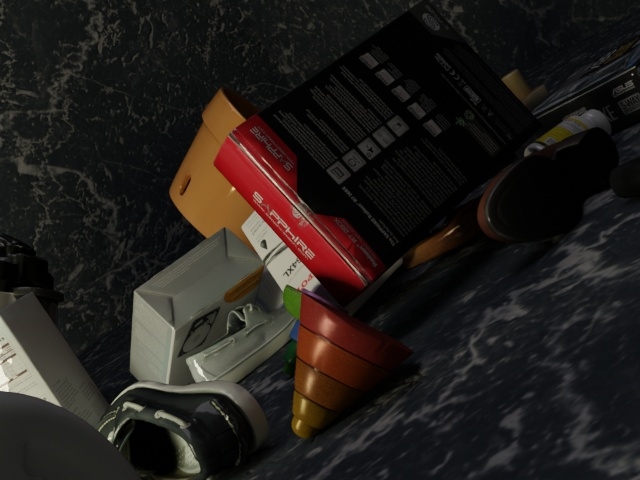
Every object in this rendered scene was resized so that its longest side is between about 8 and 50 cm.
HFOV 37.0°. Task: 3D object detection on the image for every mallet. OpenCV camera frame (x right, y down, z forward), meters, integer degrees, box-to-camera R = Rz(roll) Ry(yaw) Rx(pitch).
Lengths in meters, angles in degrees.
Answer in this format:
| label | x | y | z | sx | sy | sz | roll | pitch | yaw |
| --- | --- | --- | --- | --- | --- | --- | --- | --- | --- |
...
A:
| label | x | y | z | sx | sy | sz | roll | pitch | yaw |
| --- | --- | --- | --- | --- | --- | --- | --- | --- | --- |
| mallet | 0.393 | -0.102 | 1.020 | 0.189 | 0.039 | 0.062 | -31 | 6 | -21 |

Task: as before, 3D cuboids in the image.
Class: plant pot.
| label | x | y | z | sx | sy | sz | roll | pitch | yaw |
| --- | --- | --- | --- | --- | --- | --- | --- | --- | --- |
| plant pot | -0.128 | -0.099 | 1.686 | 0.203 | 0.291 | 0.291 | -48 | 4 | 9 |

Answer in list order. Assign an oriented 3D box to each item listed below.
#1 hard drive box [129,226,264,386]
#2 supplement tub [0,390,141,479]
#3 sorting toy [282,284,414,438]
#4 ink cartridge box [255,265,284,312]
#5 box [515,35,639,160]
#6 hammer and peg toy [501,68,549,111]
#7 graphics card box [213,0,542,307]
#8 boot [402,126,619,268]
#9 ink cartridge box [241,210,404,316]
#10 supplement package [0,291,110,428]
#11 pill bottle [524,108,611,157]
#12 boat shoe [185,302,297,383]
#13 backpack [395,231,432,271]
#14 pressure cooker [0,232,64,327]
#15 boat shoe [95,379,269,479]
| label | x | y | z | sx | sy | sz | roll | pitch | yaw |
| --- | --- | --- | --- | --- | --- | --- | --- | --- | --- |
| hard drive box | -0.189 | 0.118 | 1.438 | 0.181 | 0.089 | 0.232 | -37 | -21 | -32 |
| supplement tub | -0.282 | 0.260 | 0.605 | 0.331 | 0.241 | 0.241 | -29 | 7 | 26 |
| sorting toy | -0.005 | 0.129 | 1.030 | 0.126 | 0.127 | 0.365 | -63 | 6 | -3 |
| ink cartridge box | -0.057 | 0.059 | 1.669 | 0.154 | 0.093 | 0.212 | -37 | 6 | -29 |
| box | 0.462 | -0.241 | 1.508 | 0.242 | 0.076 | 0.307 | -26 | 9 | 46 |
| hammer and peg toy | 0.245 | -0.174 | 1.828 | 0.266 | 0.127 | 0.361 | -38 | 8 | -28 |
| graphics card box | 0.079 | -0.118 | 1.160 | 0.371 | 0.233 | 0.094 | -41 | -4 | -33 |
| boot | 0.192 | -0.031 | 1.170 | 0.280 | 0.096 | 0.264 | -28 | 10 | 47 |
| ink cartridge box | 0.000 | 0.000 | 1.294 | 0.148 | 0.086 | 0.203 | -48 | 42 | 9 |
| supplement package | -0.463 | 0.249 | 1.428 | 0.198 | 0.263 | 0.199 | -32 | 6 | 0 |
| pill bottle | 0.344 | -0.132 | 1.318 | 0.116 | 0.065 | 0.065 | -34 | 7 | -17 |
| boat shoe | -0.102 | 0.133 | 1.380 | 0.079 | 0.081 | 0.227 | -25 | 10 | 49 |
| backpack | 0.064 | 0.006 | 1.407 | 0.182 | 0.115 | 0.152 | -35 | 9 | 7 |
| pressure cooker | -0.677 | 0.188 | 1.771 | 0.369 | 0.421 | 0.375 | 4 | -14 | -18 |
| boat shoe | -0.180 | 0.213 | 1.027 | 0.091 | 0.114 | 0.302 | -31 | 3 | -41 |
